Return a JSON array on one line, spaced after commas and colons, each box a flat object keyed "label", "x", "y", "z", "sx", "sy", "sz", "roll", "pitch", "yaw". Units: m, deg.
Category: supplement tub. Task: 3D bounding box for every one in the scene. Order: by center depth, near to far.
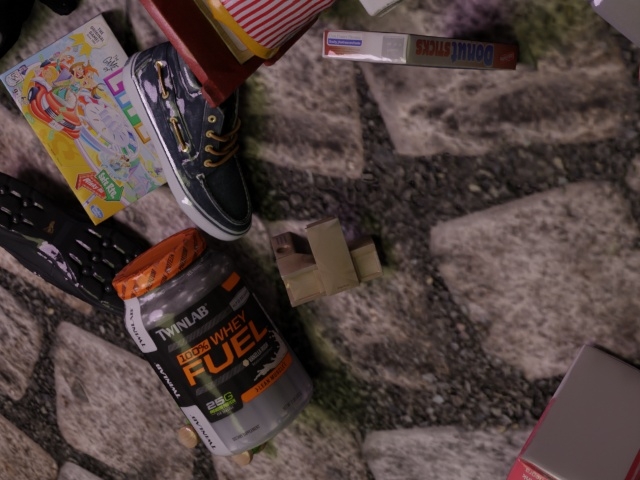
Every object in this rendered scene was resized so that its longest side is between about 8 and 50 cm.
[{"label": "supplement tub", "x": -0.100, "y": 0.091, "z": 1.326, "sx": 0.117, "sy": 0.117, "sz": 0.190, "roll": -21, "pitch": 107, "yaw": 42}]

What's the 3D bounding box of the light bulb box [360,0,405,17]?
[{"label": "light bulb box", "x": 0.097, "y": -0.377, "z": 0.785, "sx": 0.358, "sy": 0.225, "sz": 0.361, "roll": -27, "pitch": 103, "yaw": 42}]

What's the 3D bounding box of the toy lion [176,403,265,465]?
[{"label": "toy lion", "x": -0.104, "y": 0.165, "z": 1.444, "sx": 0.100, "sy": 0.034, "sz": 0.096, "roll": 15, "pitch": 120, "yaw": 25}]

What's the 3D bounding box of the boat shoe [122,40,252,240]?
[{"label": "boat shoe", "x": -0.094, "y": -0.086, "z": 1.233, "sx": 0.083, "sy": 0.065, "sz": 0.183, "roll": -17, "pitch": 109, "yaw": 42}]

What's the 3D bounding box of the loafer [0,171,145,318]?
[{"label": "loafer", "x": -0.239, "y": 0.010, "z": 1.405, "sx": 0.223, "sy": 0.076, "sz": 0.078, "roll": 31, "pitch": 164, "yaw": 6}]

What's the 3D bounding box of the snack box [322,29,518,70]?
[{"label": "snack box", "x": 0.073, "y": -0.131, "z": 1.013, "sx": 0.064, "sy": 0.178, "sz": 0.022, "roll": 7, "pitch": 98, "yaw": 30}]

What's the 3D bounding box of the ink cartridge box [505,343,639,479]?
[{"label": "ink cartridge box", "x": 0.192, "y": 0.217, "z": 1.184, "sx": 0.092, "sy": 0.158, "sz": 0.218, "roll": 27, "pitch": 132, "yaw": 14}]

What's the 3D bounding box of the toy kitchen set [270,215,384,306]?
[{"label": "toy kitchen set", "x": 0.000, "y": 0.000, "z": 1.254, "sx": 0.083, "sy": 0.075, "sz": 0.068, "roll": -19, "pitch": 118, "yaw": -1}]

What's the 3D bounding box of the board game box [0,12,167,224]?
[{"label": "board game box", "x": -0.194, "y": -0.105, "z": 1.271, "sx": 0.103, "sy": 0.026, "sz": 0.154, "roll": -32, "pitch": 103, "yaw": -1}]

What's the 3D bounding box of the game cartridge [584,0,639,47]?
[{"label": "game cartridge", "x": 0.196, "y": -0.249, "z": 0.617, "sx": 0.230, "sy": 0.068, "sz": 0.355, "roll": 38, "pitch": 133, "yaw": -1}]

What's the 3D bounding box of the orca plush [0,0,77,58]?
[{"label": "orca plush", "x": -0.264, "y": -0.193, "z": 1.254, "sx": 0.102, "sy": 0.151, "sz": 0.287, "roll": 13, "pitch": 131, "yaw": -13}]

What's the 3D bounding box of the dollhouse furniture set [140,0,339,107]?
[{"label": "dollhouse furniture set", "x": -0.092, "y": -0.307, "z": 1.014, "sx": 0.374, "sy": 0.152, "sz": 0.201, "roll": 51, "pitch": 134, "yaw": -7}]
